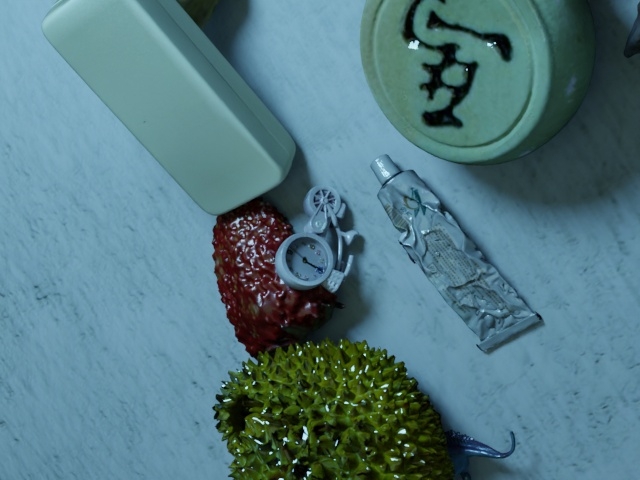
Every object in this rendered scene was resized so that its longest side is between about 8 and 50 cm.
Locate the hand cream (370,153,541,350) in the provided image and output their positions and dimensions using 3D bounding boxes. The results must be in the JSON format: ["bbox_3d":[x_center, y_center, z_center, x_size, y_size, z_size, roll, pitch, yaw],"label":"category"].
[{"bbox_3d":[0.141,0.008,1.313,0.084,0.050,0.257,-37,86,25],"label":"hand cream"}]

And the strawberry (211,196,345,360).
[{"bbox_3d":[-0.083,0.054,1.410,0.208,0.087,0.167,45,117,13],"label":"strawberry"}]

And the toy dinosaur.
[{"bbox_3d":[0.151,0.266,1.361,0.197,0.045,0.080,-25,80,38],"label":"toy dinosaur"}]

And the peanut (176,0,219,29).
[{"bbox_3d":[-0.238,-0.365,1.367,0.291,0.143,0.159,34,118,13],"label":"peanut"}]

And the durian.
[{"bbox_3d":[0.005,0.237,1.325,0.293,0.258,0.258,49,120,38],"label":"durian"}]

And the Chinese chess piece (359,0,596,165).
[{"bbox_3d":[0.157,-0.200,1.192,0.250,0.101,0.250,20,125,31],"label":"Chinese chess piece"}]

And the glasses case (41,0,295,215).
[{"bbox_3d":[-0.170,-0.173,1.337,0.131,0.070,0.313,-26,117,32],"label":"glasses case"}]

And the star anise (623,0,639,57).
[{"bbox_3d":[0.348,-0.281,1.052,0.315,0.108,0.315,-2,138,-1],"label":"star anise"}]

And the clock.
[{"bbox_3d":[0.000,0.000,1.358,0.087,0.041,0.129,22,70,-12],"label":"clock"}]
